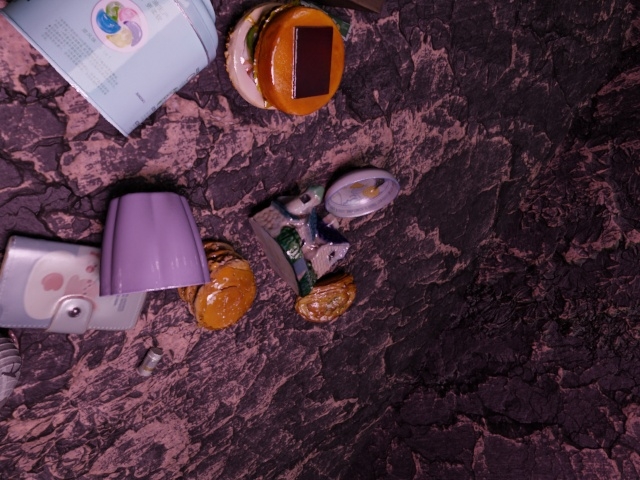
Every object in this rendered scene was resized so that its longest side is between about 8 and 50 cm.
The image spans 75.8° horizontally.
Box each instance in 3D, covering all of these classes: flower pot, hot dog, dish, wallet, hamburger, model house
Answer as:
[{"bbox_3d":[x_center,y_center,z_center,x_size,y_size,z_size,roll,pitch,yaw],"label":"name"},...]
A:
[{"bbox_3d":[-0.426,0.010,1.050,0.265,0.265,0.243,-4,83,-39],"label":"flower pot"},{"bbox_3d":[0.029,0.232,1.677,0.272,0.122,0.196,-17,132,-34],"label":"hot dog"},{"bbox_3d":[0.137,-0.204,1.488,0.273,0.134,0.273,-11,158,-5],"label":"dish"},{"bbox_3d":[-0.635,0.129,1.082,0.360,0.083,0.252,15,100,-44],"label":"wallet"},{"bbox_3d":[-0.321,0.146,1.272,0.245,0.211,0.261,29,90,-52],"label":"hamburger"},{"bbox_3d":[-0.097,-0.471,1.063,0.291,0.225,0.291,-28,133,-34],"label":"hamburger"},{"bbox_3d":[-0.050,-0.019,1.376,0.284,0.243,0.298,-40,146,-20],"label":"model house"}]

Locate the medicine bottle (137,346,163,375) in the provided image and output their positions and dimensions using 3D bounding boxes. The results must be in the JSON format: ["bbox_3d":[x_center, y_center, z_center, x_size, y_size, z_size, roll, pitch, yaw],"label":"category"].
[{"bbox_3d":[-0.553,0.393,1.335,0.047,0.047,0.083,29,95,-46],"label":"medicine bottle"}]

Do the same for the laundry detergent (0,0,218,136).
[{"bbox_3d":[-0.381,-0.414,0.813,0.305,0.287,0.287,-46,136,-8],"label":"laundry detergent"}]

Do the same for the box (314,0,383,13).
[{"bbox_3d":[0.027,-0.671,1.012,0.184,0.273,0.143,-1,119,-39],"label":"box"}]

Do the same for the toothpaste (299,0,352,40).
[{"bbox_3d":[0.017,-0.643,1.193,0.204,0.031,0.049,5,113,-44],"label":"toothpaste"}]

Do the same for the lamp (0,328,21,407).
[{"bbox_3d":[-0.828,0.316,0.932,0.265,0.233,0.233,-45,136,1],"label":"lamp"}]
